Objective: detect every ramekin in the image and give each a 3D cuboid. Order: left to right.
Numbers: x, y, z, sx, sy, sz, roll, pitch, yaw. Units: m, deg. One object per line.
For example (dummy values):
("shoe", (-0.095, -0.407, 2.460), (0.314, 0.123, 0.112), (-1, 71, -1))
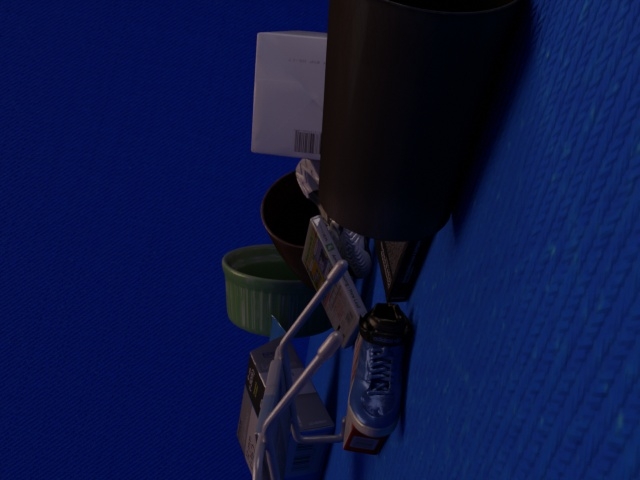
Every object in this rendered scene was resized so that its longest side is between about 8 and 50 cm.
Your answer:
("ramekin", (-0.087, 0.119, 1.878), (0.303, 0.303, 0.148), (-86, 0, -75))

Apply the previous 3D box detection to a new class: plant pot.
("plant pot", (0.000, 0.000, 1.629), (0.230, 0.215, 0.215), (80, -165, -51))

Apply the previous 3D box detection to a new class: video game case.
("video game case", (0.022, 0.078, 1.366), (0.212, 0.023, 0.193), (105, 142, -69))

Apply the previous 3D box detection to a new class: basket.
("basket", (0.072, -0.124, 0.670), (0.204, 0.154, 0.227), (-79, -3, -54))

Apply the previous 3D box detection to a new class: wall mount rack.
("wall mount rack", (-0.016, 0.210, 1.055), (0.350, 0.130, 0.304), (-84, -11, -67))

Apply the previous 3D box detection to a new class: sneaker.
("sneaker", (0.069, -0.059, 1.383), (0.235, 0.153, 0.094), (61, 148, 13))
("sneaker", (0.062, 0.126, 0.816), (0.152, 0.058, 0.084), (-71, -15, -55))

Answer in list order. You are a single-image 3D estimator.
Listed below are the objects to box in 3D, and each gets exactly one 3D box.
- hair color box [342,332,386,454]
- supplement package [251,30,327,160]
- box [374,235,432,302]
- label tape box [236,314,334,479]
("hair color box", (0.058, 0.170, 0.915), (0.072, 0.043, 0.141), (102, 177, -56))
("supplement package", (0.016, -0.257, 1.358), (0.262, 0.199, 0.198), (-51, -33, -70))
("box", (0.092, -0.022, 0.871), (0.162, 0.029, 0.116), (105, 162, -50))
("label tape box", (-0.101, 0.362, 1.648), (0.347, 0.115, 0.249), (-125, 39, -48))
